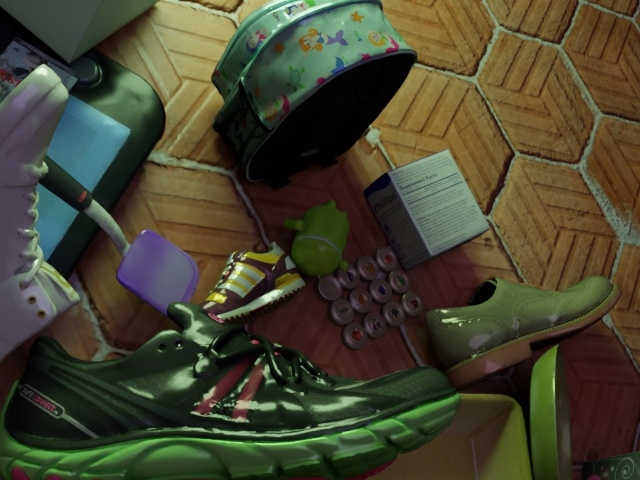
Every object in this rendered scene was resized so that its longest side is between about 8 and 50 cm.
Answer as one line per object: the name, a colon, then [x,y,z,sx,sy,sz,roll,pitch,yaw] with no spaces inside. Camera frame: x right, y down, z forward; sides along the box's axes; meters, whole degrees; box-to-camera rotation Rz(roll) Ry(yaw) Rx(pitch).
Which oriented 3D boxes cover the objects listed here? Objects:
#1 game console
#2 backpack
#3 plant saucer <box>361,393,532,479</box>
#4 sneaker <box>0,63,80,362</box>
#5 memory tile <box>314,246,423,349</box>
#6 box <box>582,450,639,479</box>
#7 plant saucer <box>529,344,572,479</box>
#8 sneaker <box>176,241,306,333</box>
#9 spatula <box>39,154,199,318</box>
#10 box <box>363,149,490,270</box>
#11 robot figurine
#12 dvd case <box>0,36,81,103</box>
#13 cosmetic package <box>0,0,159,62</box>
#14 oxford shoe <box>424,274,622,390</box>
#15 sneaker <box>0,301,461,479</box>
game console: [-0.392,-0.109,0.908,0.342,0.060,0.386,33,57,-13]
backpack: [-0.008,-0.211,1.043,0.225,0.253,0.191,-24,82,-33]
plant saucer: [0.115,0.357,0.981,0.332,0.081,0.333,6,67,-26]
sneaker: [-0.291,-0.010,0.782,0.169,0.108,0.292,35,95,-14]
memory tile: [0.070,0.077,1.112,0.148,0.012,0.113,-25,83,-34]
box: [0.447,0.425,1.085,0.142,0.163,0.247,24,60,-14]
plant saucer: [0.310,0.261,1.083,0.241,0.037,0.241,-5,90,-69]
sneaker: [-0.109,0.061,0.994,0.185,0.069,0.084,-21,73,-40]
spatula: [-0.246,-0.025,0.896,0.296,0.030,0.084,48,51,-33]
box: [0.154,-0.045,1.173,0.126,0.072,0.137,-22,82,-33]
robot figurine: [0.000,0.000,1.066,0.101,0.067,0.115,44,42,-27]
dvd case: [-0.344,-0.170,0.925,0.087,0.013,0.119,31,57,-9]
cosmetic package: [-0.309,-0.373,0.985,0.224,0.138,0.224,39,41,-6]
oxford shoe: [0.302,0.096,1.169,0.348,0.123,0.130,-18,74,-34]
sneaker: [-0.084,0.156,0.837,0.483,0.185,0.202,0,65,-10]
